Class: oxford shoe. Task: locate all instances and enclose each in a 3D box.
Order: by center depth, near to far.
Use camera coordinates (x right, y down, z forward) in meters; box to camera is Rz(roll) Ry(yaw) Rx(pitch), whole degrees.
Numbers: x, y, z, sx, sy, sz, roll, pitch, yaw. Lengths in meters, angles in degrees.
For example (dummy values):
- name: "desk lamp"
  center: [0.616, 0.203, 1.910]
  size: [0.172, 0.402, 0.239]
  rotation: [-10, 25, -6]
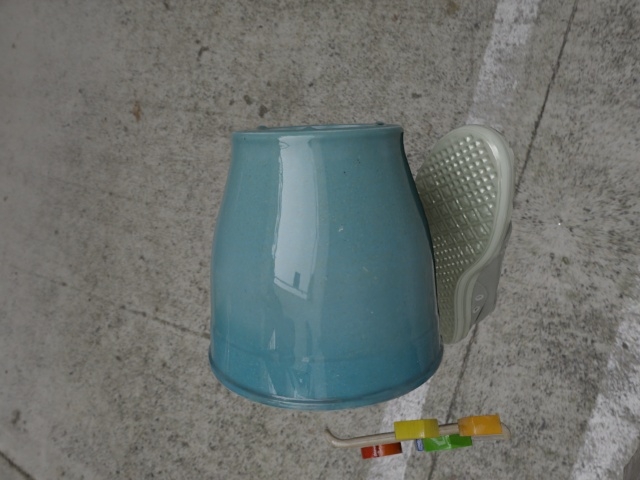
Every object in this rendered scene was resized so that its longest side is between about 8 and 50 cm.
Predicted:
- name: "oxford shoe"
  center: [0.238, 0.000, 0.785]
  size: [0.169, 0.130, 0.449]
  rotation: [46, 155, 39]

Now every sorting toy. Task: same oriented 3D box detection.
- name: "sorting toy"
  center: [0.121, 0.262, 0.627]
  size: [0.229, 0.307, 0.041]
  rotation: [-5, 67, 3]

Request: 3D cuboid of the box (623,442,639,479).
- name: "box"
  center: [0.352, 0.375, 0.427]
  size: [0.143, 0.381, 0.191]
  rotation: [9, 139, 25]

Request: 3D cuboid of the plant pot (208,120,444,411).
- name: "plant pot"
  center: [0.000, 0.000, 0.538]
  size: [0.271, 0.271, 0.255]
  rotation: [5, 106, 26]
